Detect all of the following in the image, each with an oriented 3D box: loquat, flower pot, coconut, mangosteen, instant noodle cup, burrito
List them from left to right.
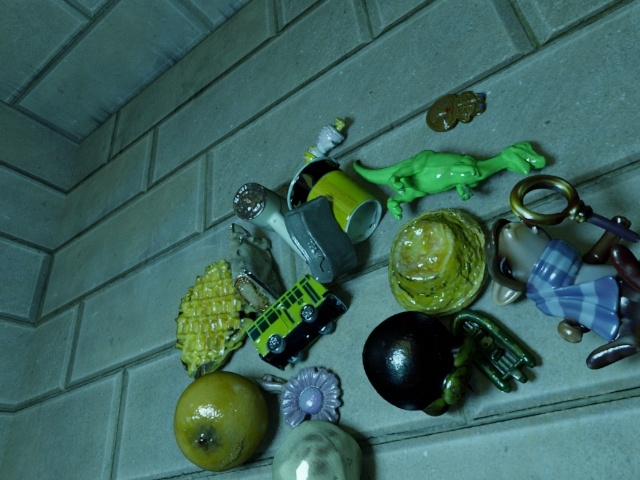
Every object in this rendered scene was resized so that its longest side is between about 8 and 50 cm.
[{"bbox_3d":[-0.272,0.496,1.255,0.262,0.263,0.263,-18,58,31],"label":"loquat"},{"bbox_3d":[-0.218,0.095,1.470,0.107,0.174,0.348,-49,45,32],"label":"burrito"},{"bbox_3d":[0.000,0.000,1.248,0.103,0.108,0.229,-28,91,50],"label":"flower pot"},{"bbox_3d":[0.001,0.534,1.052,0.224,0.224,0.225,-18,58,31],"label":"coconut"},{"bbox_3d":[0.052,-0.110,1.354,0.236,0.215,0.216,37,93,34],"label":"instant noodle cup"},{"bbox_3d":[0.219,0.269,1.004,0.242,0.243,0.243,-18,58,31],"label":"mangosteen"}]

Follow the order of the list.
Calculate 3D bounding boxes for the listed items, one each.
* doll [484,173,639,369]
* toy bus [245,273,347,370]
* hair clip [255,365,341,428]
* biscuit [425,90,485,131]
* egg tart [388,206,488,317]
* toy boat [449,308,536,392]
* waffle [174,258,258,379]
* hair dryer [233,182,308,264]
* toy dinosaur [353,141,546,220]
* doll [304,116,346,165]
[{"bbox_3d":[0.488,0.051,0.898,0.339,0.209,0.318,28,83,46],"label":"doll"},{"bbox_3d":[-0.068,0.224,1.288,0.262,0.128,0.150,-43,49,-1],"label":"toy bus"},{"bbox_3d":[-0.077,0.421,1.258,0.300,0.069,0.173,2,67,39],"label":"hair clip"},{"bbox_3d":[0.389,-0.381,1.325,0.174,0.026,0.124,-11,62,35],"label":"biscuit"},{"bbox_3d":[0.274,0.044,1.134,0.293,0.123,0.295,-17,60,32],"label":"egg tart"},{"bbox_3d":[0.371,0.235,1.005,0.104,0.052,0.210,-51,48,10],"label":"toy boat"},{"bbox_3d":[-0.373,0.260,1.567,0.382,0.095,0.380,-48,46,13],"label":"waffle"},{"bbox_3d":[-0.109,-0.032,1.463,0.362,0.203,0.128,44,98,24],"label":"hair dryer"},{"bbox_3d":[0.312,-0.233,1.268,0.374,0.144,0.500,-27,33,0],"label":"toy dinosaur"},{"bbox_3d":[0.013,-0.331,1.566,0.207,0.081,0.129,-49,28,11],"label":"doll"}]
